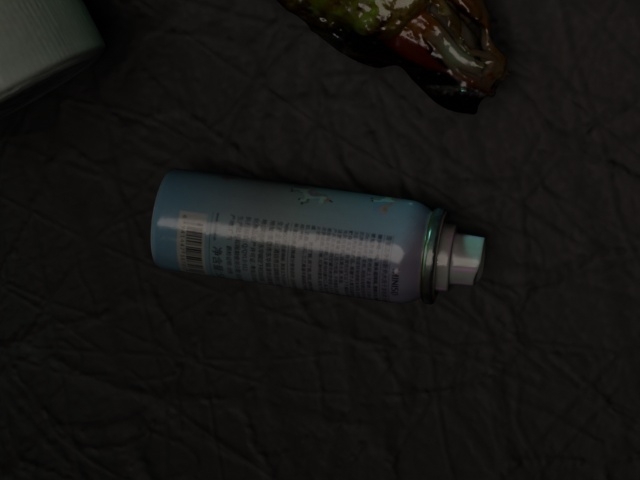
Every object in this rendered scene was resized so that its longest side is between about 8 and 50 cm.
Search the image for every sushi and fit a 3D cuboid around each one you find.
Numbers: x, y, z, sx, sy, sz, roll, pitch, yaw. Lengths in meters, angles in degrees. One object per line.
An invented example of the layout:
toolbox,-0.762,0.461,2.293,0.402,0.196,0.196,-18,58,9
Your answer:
sushi,0.038,-0.180,1.066,0.226,0.103,0.097,32,131,2

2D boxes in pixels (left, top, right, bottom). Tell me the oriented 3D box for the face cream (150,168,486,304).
face cream,0.000,0.000,1.110,0.229,0.075,0.075,9,101,10

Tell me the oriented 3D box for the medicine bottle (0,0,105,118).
medicine bottle,-0.295,-0.227,1.073,0.190,0.190,0.332,-25,93,14
